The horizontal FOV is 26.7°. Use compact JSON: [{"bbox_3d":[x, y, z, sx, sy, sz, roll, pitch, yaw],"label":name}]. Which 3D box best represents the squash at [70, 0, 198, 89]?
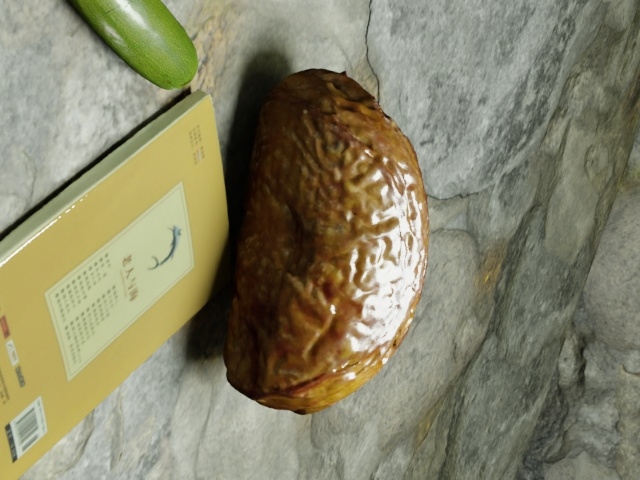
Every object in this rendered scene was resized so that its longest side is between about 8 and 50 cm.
[{"bbox_3d":[-0.179,-0.207,1.246,0.066,0.066,0.252,-64,150,-11],"label":"squash"}]

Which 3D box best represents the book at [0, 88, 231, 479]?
[{"bbox_3d":[-0.221,0.048,1.376,0.389,0.032,0.269,-44,145,-39],"label":"book"}]

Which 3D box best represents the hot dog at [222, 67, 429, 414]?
[{"bbox_3d":[0.000,0.000,1.525,0.174,0.267,0.387,3,103,-30],"label":"hot dog"}]
